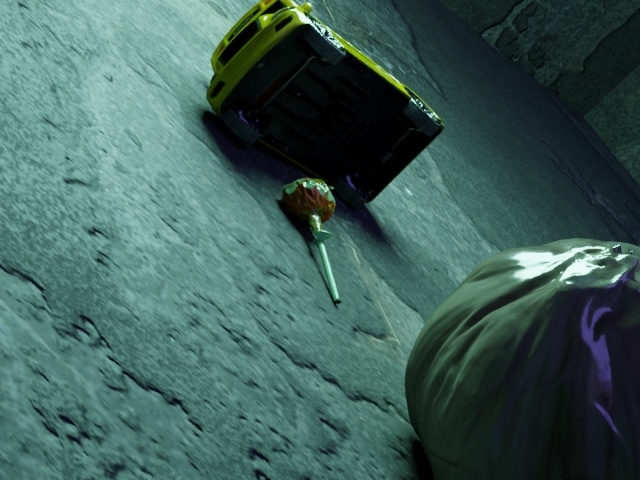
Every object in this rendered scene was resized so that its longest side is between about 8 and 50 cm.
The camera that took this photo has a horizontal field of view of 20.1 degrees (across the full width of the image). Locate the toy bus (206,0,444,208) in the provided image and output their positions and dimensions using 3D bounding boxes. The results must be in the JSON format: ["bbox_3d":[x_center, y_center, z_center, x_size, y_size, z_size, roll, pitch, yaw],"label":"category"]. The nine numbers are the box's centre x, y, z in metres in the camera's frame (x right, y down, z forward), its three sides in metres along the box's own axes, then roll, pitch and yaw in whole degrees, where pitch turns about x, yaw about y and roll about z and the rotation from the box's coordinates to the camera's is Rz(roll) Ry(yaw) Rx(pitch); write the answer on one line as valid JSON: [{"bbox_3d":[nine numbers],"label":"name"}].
[{"bbox_3d":[-0.009,-0.162,1.973,0.331,0.145,0.151,30,20,-54],"label":"toy bus"}]

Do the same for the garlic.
[{"bbox_3d":[0.221,0.121,1.561,0.318,0.259,0.317,5,37,-3],"label":"garlic"}]

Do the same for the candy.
[{"bbox_3d":[0.000,0.000,1.782,0.056,0.049,0.184,7,37,-19],"label":"candy"}]
